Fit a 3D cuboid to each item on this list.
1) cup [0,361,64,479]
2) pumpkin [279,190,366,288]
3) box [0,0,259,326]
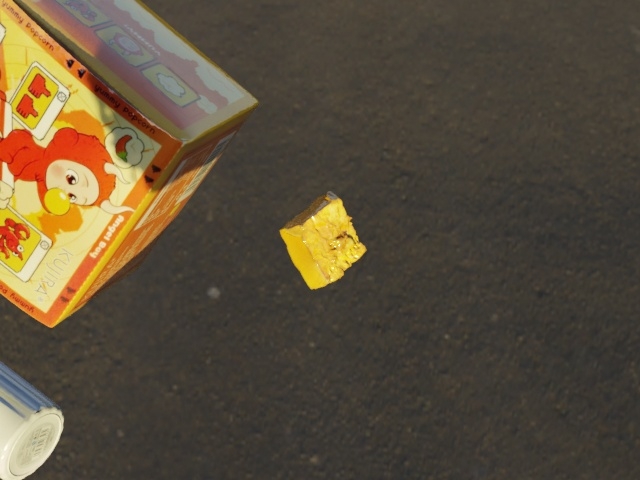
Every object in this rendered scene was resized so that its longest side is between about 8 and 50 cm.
[{"bbox_3d":[-0.568,0.298,1.752,0.202,0.166,0.221,28,15,20],"label":"cup"},{"bbox_3d":[0.000,0.000,1.129,0.074,0.083,0.054,-38,22,-30],"label":"pumpkin"},{"bbox_3d":[-0.272,-0.107,1.134,0.259,0.283,0.214,40,26,1],"label":"box"}]
